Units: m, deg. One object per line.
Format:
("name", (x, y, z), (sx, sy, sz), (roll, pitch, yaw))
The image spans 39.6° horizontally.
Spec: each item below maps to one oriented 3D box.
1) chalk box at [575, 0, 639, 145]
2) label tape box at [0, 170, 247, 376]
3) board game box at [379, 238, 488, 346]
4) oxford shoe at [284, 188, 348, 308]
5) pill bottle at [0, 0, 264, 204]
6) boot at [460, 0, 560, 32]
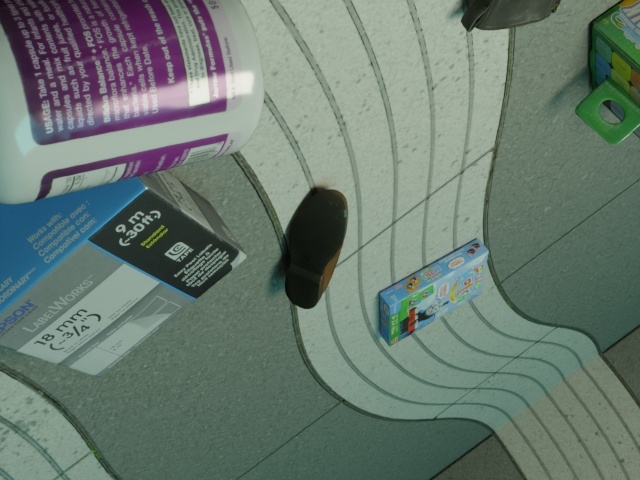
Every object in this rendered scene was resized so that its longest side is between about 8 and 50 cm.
("chalk box", (0.511, -0.256, 1.288), (0.289, 0.180, 0.179), (-36, 151, -2))
("label tape box", (-0.264, 0.007, 0.943), (0.241, 0.106, 0.334), (-40, 151, 6))
("board game box", (0.206, 0.097, 1.627), (0.212, 0.039, 0.160), (-29, 150, -13))
("oxford shoe", (0.000, 0.000, 1.265), (0.076, 0.076, 0.212), (-50, 165, -45))
("pill bottle", (-0.214, -0.125, 0.740), (0.302, 0.169, 0.169), (-17, 146, -30))
("boot", (0.294, -0.357, 1.034), (0.263, 0.091, 0.229), (-20, 153, -18))
